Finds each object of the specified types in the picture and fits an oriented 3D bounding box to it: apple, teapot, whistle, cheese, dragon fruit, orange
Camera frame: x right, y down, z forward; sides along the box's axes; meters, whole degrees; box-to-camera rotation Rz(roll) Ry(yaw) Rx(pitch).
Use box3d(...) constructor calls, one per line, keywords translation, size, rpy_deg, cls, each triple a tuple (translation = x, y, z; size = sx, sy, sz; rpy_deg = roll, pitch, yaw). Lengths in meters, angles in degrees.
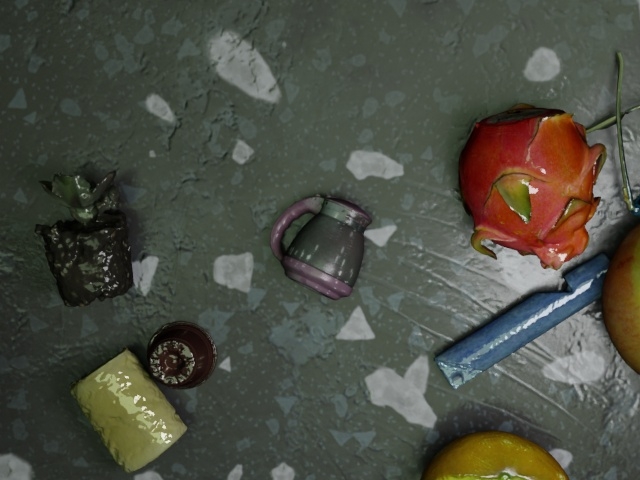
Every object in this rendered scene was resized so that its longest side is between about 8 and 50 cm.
box3d(translation=(0.521, 0.087, 1.851), size=(0.261, 0.194, 0.261), rpy_deg=(-1, 92, -24), cls="apple")
box3d(translation=(0.008, 0.004, 1.966), size=(0.116, 0.148, 0.146), rpy_deg=(29, 84, -34), cls="teapot")
box3d(translation=(0.312, 0.121, 1.958), size=(0.304, 0.062, 0.062), rpy_deg=(-33, 91, 7), cls="whistle")
box3d(translation=(-0.297, 0.261, 2.007), size=(0.123, 0.094, 0.167), rpy_deg=(-34, 91, 5), cls="cheese")
box3d(translation=(0.303, -0.082, 1.863), size=(0.224, 0.224, 0.227), rpy_deg=(-5, 111, 5), cls="dragon fruit")
box3d(translation=(0.271, 0.365, 1.922), size=(0.237, 0.179, 0.158), rpy_deg=(22, 64, 10), cls="orange")

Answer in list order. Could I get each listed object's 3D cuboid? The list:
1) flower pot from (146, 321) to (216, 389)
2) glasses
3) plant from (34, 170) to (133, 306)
box3d(translation=(-0.220, 0.183, 1.995), size=(0.111, 0.089, 0.111), rpy_deg=(0, 95, 5), cls="flower pot")
box3d(translation=(0.492, -0.170, 1.921), size=(0.239, 0.102, 0.207), rpy_deg=(-50, 62, 8), cls="glasses")
box3d(translation=(-0.352, -0.007, 1.971), size=(0.142, 0.131, 0.203), rpy_deg=(-15, 92, 9), cls="plant")
